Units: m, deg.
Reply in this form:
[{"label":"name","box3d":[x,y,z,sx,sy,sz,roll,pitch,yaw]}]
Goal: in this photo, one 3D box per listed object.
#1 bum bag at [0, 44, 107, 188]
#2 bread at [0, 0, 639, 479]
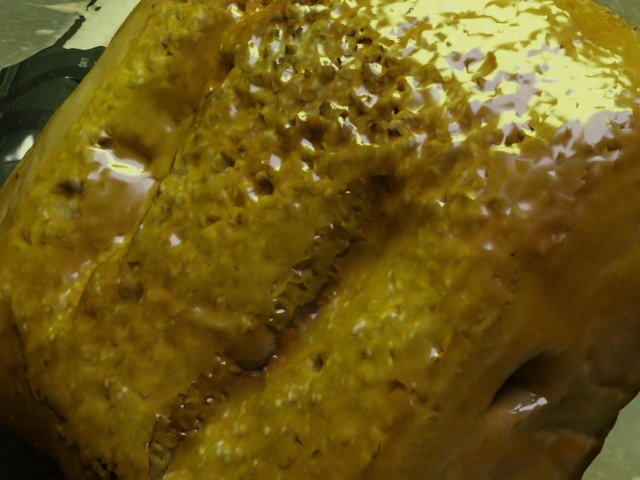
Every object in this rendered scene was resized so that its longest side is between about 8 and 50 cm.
[{"label":"bum bag","box3d":[-0.187,-0.078,1.119,0.087,0.049,0.198,-14,32,9]},{"label":"bread","box3d":[-0.004,-0.002,0.776,0.337,0.328,0.148,37,4,33]}]
